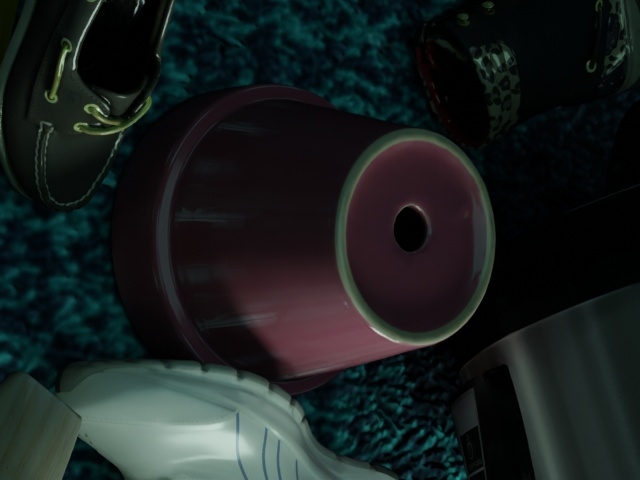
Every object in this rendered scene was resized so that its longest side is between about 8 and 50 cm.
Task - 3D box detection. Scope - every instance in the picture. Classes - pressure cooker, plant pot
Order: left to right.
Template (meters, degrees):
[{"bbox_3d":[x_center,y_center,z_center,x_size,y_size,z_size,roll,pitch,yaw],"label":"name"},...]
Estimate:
[{"bbox_3d":[0.000,0.000,1.074,0.201,0.180,0.201,1,89,-40],"label":"plant pot"},{"bbox_3d":[0.283,0.106,1.171,0.375,0.370,0.420,-3,73,-42],"label":"pressure cooker"}]

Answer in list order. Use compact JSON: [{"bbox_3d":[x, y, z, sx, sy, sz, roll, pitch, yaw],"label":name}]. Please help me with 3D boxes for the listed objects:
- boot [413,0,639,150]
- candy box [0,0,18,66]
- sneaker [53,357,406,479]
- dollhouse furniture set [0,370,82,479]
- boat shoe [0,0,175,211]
[{"bbox_3d":[0.142,-0.194,1.262,0.178,0.085,0.236,-27,106,-35],"label":"boot"},{"bbox_3d":[-0.237,-0.054,0.976,0.105,0.027,0.206,18,77,-42],"label":"candy box"},{"bbox_3d":[-0.048,0.164,1.069,0.297,0.111,0.129,36,62,-33],"label":"sneaker"},{"bbox_3d":[-0.306,0.110,0.753,0.303,0.198,0.286,44,45,-32],"label":"dollhouse furniture set"},{"bbox_3d":[-0.127,-0.102,0.971,0.081,0.068,0.228,-19,138,-39],"label":"boat shoe"}]
